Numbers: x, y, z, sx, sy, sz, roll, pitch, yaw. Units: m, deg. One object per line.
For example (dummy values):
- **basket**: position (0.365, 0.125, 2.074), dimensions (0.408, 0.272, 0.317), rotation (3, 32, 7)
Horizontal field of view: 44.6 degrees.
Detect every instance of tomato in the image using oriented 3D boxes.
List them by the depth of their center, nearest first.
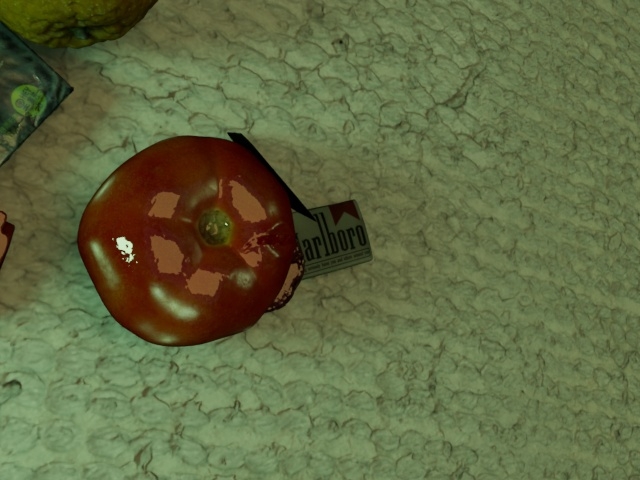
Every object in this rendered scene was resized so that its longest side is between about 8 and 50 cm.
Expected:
- **tomato**: position (-0.191, 0.000, 1.079), dimensions (0.299, 0.226, 0.298), rotation (4, 81, -28)

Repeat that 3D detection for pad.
- **pad**: position (-0.009, -0.060, 1.201), dimensions (0.323, 0.250, 0.055), rotation (30, 90, -15)

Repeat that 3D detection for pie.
- **pie**: position (-0.096, 0.042, 1.227), dimensions (0.154, 0.036, 0.154), rotation (2, 81, -16)

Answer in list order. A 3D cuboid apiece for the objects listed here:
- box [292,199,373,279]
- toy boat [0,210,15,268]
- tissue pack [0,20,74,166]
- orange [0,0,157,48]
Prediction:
- **box**: position (0.000, 0.000, 1.323), dimensions (0.177, 0.036, 0.115), rotation (-15, 87, -35)
- **toy boat**: position (-0.451, 0.041, 0.998), dimensions (0.069, 0.059, 0.173), rotation (28, 72, -25)
- **tissue pack**: position (-0.472, -0.223, 1.033), dimensions (0.235, 0.073, 0.173), rotation (44, 58, -18)
- **orange**: position (-0.345, -0.440, 1.030), dimensions (0.322, 0.322, 0.357), rotation (-11, 95, -35)
